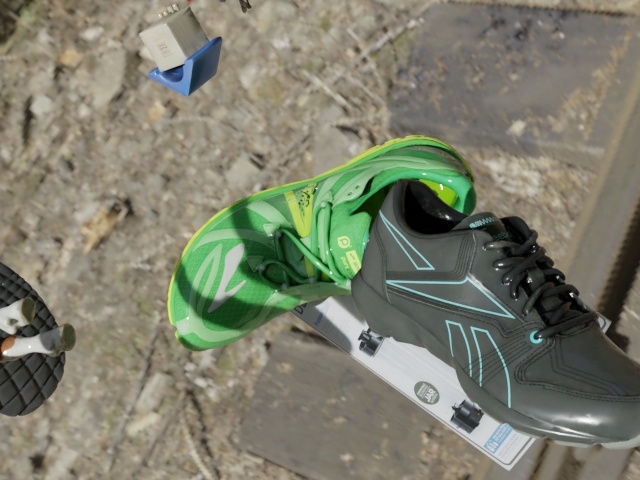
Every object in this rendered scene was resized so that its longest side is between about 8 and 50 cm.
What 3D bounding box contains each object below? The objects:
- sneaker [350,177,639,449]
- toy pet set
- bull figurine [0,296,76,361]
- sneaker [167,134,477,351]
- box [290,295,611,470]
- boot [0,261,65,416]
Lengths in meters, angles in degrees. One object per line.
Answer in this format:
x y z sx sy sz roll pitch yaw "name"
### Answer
0.121 0.046 0.816 0.267 0.101 0.106 30 119 40 "sneaker"
-0.092 -0.181 1.065 0.122 0.065 0.114 -10 28 45 "toy pet set"
-0.317 0.095 0.964 0.188 0.101 0.310 -1 40 22 "bull figurine"
0.000 0.000 1.046 0.295 0.109 0.123 -30 20 -5 "sneaker"
0.118 0.068 1.207 0.290 0.087 0.169 36 49 11 "box"
-0.411 0.024 1.286 0.118 0.338 0.223 -40 30 -18 "boot"
